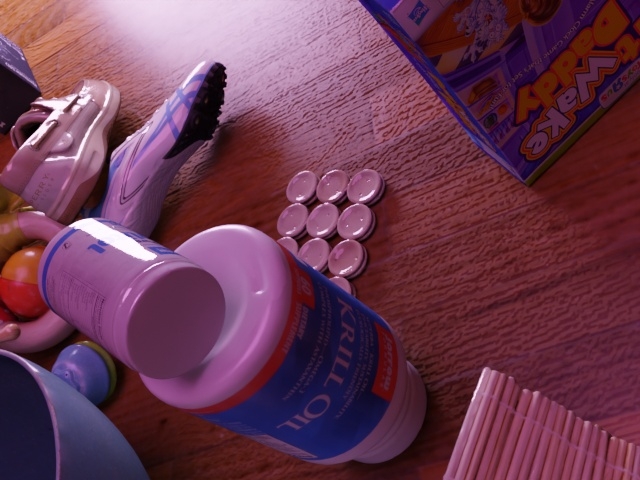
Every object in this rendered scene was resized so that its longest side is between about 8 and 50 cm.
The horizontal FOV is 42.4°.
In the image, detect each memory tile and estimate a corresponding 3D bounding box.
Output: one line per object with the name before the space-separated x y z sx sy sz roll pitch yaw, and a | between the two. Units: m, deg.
memory tile | 0.000 0.000 0.773 0.113 0.012 0.147 1 65 37

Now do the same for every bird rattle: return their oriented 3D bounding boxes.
bird rattle | -0.358 0.049 0.943 0.207 0.143 0.253 8 72 22

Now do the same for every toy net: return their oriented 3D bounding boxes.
toy net | -0.326 0.135 0.870 0.232 0.045 0.122 23 109 18

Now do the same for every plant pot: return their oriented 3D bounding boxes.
plant pot | -0.242 0.257 0.680 0.290 0.195 0.290 -18 56 29

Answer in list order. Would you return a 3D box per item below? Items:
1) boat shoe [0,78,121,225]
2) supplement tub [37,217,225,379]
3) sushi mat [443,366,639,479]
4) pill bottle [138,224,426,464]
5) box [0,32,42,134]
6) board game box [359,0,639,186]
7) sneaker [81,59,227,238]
boat shoe | -0.306 -0.128 0.970 0.109 0.098 0.302 -53 25 23
supplement tub | -0.115 0.032 0.494 0.107 0.071 0.071 21 79 42
sushi mat | 0.112 0.207 0.414 0.152 0.019 0.316 24 45 9
pill bottle | -0.014 0.088 0.587 0.124 0.221 0.124 -18 56 29
box | -0.514 -0.264 1.215 0.093 0.156 0.158 -43 47 8
board game box | 0.210 -0.235 0.598 0.347 0.233 0.078 -46 47 7
sneaker | -0.183 -0.104 0.913 0.086 0.085 0.237 30 86 13
